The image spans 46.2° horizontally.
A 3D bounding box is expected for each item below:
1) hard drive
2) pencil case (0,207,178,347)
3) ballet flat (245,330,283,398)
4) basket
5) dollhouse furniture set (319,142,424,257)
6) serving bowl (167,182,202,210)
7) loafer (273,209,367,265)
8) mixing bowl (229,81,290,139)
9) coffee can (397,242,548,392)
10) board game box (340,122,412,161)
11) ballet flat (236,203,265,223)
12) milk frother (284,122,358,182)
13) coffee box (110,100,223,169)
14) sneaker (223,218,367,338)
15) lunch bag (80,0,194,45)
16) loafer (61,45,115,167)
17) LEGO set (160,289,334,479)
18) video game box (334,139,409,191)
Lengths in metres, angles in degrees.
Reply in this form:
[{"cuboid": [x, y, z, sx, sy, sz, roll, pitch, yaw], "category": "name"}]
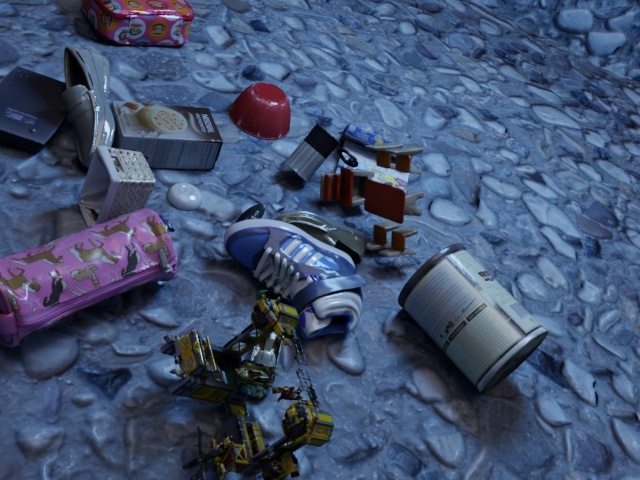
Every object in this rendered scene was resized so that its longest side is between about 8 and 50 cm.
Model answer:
[{"cuboid": [-0.680, -0.304, 1.749, 0.171, 0.054, 0.255, 18, 40, -11], "category": "hard drive"}, {"cuboid": [-0.450, 0.062, 1.403, 0.386, 0.167, 0.160, -24, 93, -43], "category": "pencil case"}, {"cuboid": [-0.110, 0.223, 1.486, 0.070, 0.070, 0.188, 19, 40, -10], "category": "ballet flat"}, {"cuboid": [-0.431, -0.103, 1.587, 0.103, 0.167, 0.113, -2, 47, -39], "category": "basket"}, {"cuboid": [0.125, -0.109, 1.852, 0.135, 0.262, 0.259, -8, 18, -32], "category": "dollhouse furniture set"}, {"cuboid": [-0.316, -0.108, 1.760, 0.083, 0.027, 0.083, 16, 41, -14], "category": "serving bowl"}, {"cuboid": [0.000, 0.000, 1.765, 0.251, 0.094, 0.087, 12, 37, -18], "category": "loafer"}, {"cuboid": [-0.155, -0.374, 2.085, 0.181, 0.098, 0.181, 15, 41, -13], "category": "mixing bowl"}, {"cuboid": [0.337, 0.172, 1.680, 0.201, 0.202, 0.275, -19, 58, -41], "category": "coffee can"}, {"cuboid": [0.159, -0.271, 2.133, 0.201, 0.035, 0.136, 23, -1, -4], "category": "board game box"}, {"cuboid": [-0.169, -0.031, 1.754, 0.049, 0.057, 0.173, 59, 33, -25], "category": "ballet flat"}, {"cuboid": [0.005, -0.206, 1.962, 0.143, 0.135, 0.129, 42, 5, 15], "category": "milk frother"}, {"cuboid": [-0.380, -0.254, 1.827, 0.246, 0.098, 0.141, -1, 47, -30], "category": "coffee box"}, {"cuboid": [-0.056, 0.093, 1.602, 0.322, 0.130, 0.236, 20, 36, -18], "category": "sneaker"}, {"cuboid": [-0.541, -0.681, 2.198, 0.293, 0.120, 0.258, -10, 48, -38], "category": "lunch bag"}, {"cuboid": [-0.550, -0.312, 1.744, 0.111, 0.112, 0.320, 19, 49, -46], "category": "loafer"}, {"cuboid": [-0.143, 0.247, 1.288, 0.192, 0.255, 0.331, 26, 42, -47], "category": "LEGO set"}, {"cuboid": [0.141, -0.177, 2.074, 0.205, 0.048, 0.187, 23, 38, -4], "category": "video game box"}]
